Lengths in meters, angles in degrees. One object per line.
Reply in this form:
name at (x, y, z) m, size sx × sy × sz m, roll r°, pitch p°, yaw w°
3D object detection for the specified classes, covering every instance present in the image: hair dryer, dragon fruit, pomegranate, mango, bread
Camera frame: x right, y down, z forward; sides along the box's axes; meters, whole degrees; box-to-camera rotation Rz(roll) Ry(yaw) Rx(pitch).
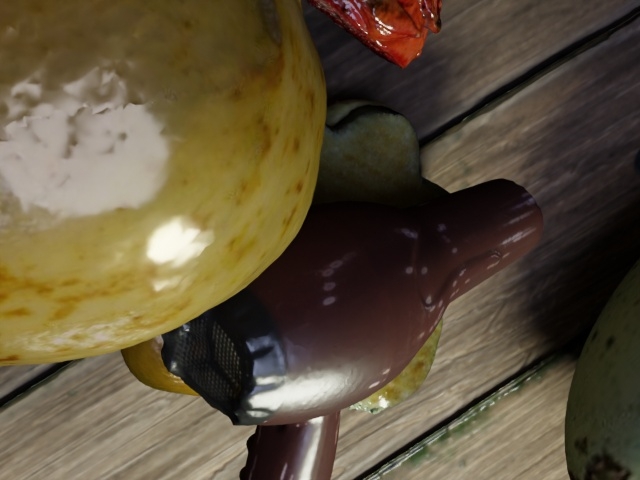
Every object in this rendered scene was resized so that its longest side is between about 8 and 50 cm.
hair dryer at (0.011, 0.127, 0.977) m, size 0.312 × 0.123 × 0.341 m, roll -18°, pitch 128°, yaw -48°
dragon fruit at (0.039, -0.180, 0.934) m, size 0.162 × 0.083 × 0.106 m, roll 35°, pitch 95°, yaw -35°
pomegranate at (-0.133, -0.103, 0.731) m, size 0.342 × 0.342 × 0.343 m, roll -13°, pitch 121°, yaw -22°
mango at (-0.091, 0.072, 1.016) m, size 0.114 × 0.057 × 0.079 m, roll 38°, pitch 88°, yaw -40°
bread at (0.000, 0.000, 1.002) m, size 0.286 × 0.056 × 0.207 m, roll 33°, pitch 81°, yaw -45°

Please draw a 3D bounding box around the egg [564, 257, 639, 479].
egg at (0.358, 0.103, 1.126) m, size 0.379 × 0.287 × 0.287 m, roll -44°, pitch 128°, yaw -6°
